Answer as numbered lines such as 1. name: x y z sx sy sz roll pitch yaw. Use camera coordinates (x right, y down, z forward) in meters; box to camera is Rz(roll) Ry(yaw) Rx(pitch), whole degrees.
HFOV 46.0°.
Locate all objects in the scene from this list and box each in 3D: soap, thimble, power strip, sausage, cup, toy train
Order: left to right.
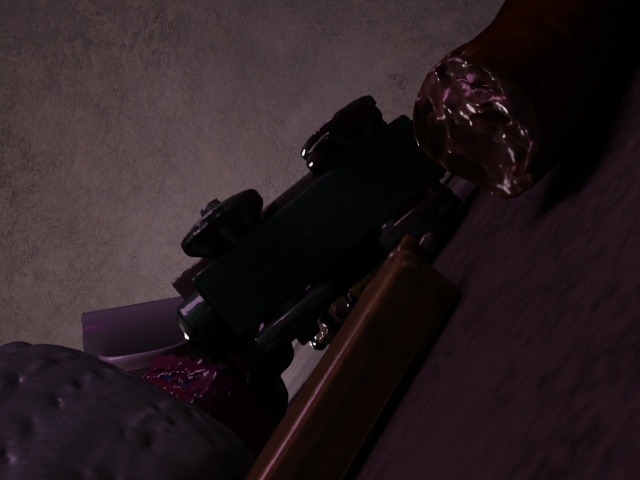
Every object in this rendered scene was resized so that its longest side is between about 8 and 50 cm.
1. thimble: -0.155 0.173 0.432 0.250 0.172 0.205 -41 -28 -57
2. cup: -0.187 0.126 0.819 0.136 0.133 0.099 -121 26 -57
3. soap: -0.129 0.200 0.704 0.099 0.162 0.250 -44 -7 -33
4. power strip: -0.007 0.112 0.381 0.305 0.044 0.064 -55 -2 -27
5. toy train: 0.000 0.000 0.719 0.304 0.150 0.221 -38 -8 -8
6. toy train: 0.043 0.060 0.936 0.250 0.053 0.085 -57 3 48
7. sausage: 0.138 -0.133 0.424 0.302 0.076 0.103 -57 -35 -33

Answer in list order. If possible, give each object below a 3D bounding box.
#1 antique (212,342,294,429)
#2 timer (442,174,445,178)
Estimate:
1. antique: -0.153 0.234 0.973 0.322 0.185 0.255 -54 -9 -30
2. timer: 0.218 -0.203 1.120 0.262 0.087 0.237 -53 -2 -24
